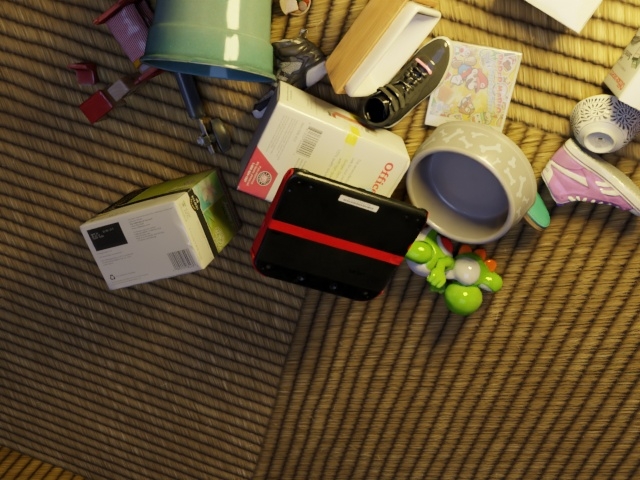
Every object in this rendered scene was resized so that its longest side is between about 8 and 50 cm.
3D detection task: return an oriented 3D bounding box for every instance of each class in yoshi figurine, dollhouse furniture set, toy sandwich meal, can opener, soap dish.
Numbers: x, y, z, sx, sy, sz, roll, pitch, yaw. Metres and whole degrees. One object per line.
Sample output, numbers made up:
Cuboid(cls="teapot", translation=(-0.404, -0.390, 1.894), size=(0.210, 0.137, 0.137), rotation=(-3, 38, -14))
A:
Cuboid(cls="yoshi figurine", translation=(0.339, 0.104, 1.841), size=(0.362, 0.203, 0.203), rotation=(22, 134, 1))
Cuboid(cls="dollhouse furniture set", translation=(-0.593, -0.501, 1.801), size=(0.374, 0.152, 0.201), rotation=(-29, 105, 25))
Cuboid(cls="toy sandwich meal", translation=(-0.068, -0.632, 1.670), size=(0.086, 0.029, 0.085), rotation=(6, 116, 12))
Cuboid(cls="can opener", translation=(-0.350, -0.385, 1.852), size=(0.093, 0.074, 0.280), rotation=(-26, 112, -12))
Cuboid(cls="soap dish", translation=(0.152, -0.497, 1.577), size=(0.118, 0.229, 0.291), rotation=(45, 118, 10))

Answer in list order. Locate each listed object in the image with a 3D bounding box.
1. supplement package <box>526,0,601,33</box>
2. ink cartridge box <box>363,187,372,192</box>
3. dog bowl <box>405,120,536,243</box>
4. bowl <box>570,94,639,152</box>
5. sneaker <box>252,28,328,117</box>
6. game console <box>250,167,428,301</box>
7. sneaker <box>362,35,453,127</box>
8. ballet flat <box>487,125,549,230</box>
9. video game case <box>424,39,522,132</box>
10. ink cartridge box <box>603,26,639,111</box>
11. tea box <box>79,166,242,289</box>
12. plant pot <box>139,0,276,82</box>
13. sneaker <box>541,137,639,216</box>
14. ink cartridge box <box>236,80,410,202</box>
Cuboid(cls="supplement package", translation=(0.574, -0.644, 1.431), size=(0.204, 0.145, 0.261), rotation=(31, 118, -2))
Cuboid(cls="ink cartridge box", translation=(0.067, -0.074, 1.668), size=(0.143, 0.090, 0.092), rotation=(-2, 127, 1))
Cuboid(cls="dog bowl", translation=(0.380, -0.138, 1.666), size=(0.349, 0.102, 0.348), rotation=(27, 142, 23))
Cuboid(cls="bowl", translation=(0.699, -0.270, 1.572), size=(0.170, 0.080, 0.170), rotation=(22, 150, 14))
Cuboid(cls="sneaker", translation=(-0.106, -0.458, 1.729), size=(0.269, 0.101, 0.153), rotation=(-32, 102, 21))
Cuboid(cls="game console", translation=(0.039, -0.003, 1.639), size=(0.387, 0.060, 0.342), rotation=(16, 124, -16))
Cuboid(cls="sneaker", translation=(0.221, -0.395, 1.628), size=(0.104, 0.147, 0.296), rotation=(47, 121, 7))
Cuboid(cls="ballet flat", translation=(0.484, -0.154, 1.717), size=(0.124, 0.116, 0.342), rotation=(-23, 115, 45))
Cuboid(cls="video game case", translation=(0.397, -0.397, 1.664), size=(0.206, 0.026, 0.226), rotation=(12, 117, 8))
Cuboid(cls="ink cartridge box", translation=(0.792, -0.439, 1.434), size=(0.122, 0.211, 0.289), rotation=(27, 119, 0))
Cuboid(cls="tea box", translation=(-0.461, -0.042, 1.891), size=(0.329, 0.323, 0.220), rotation=(-12, 111, 21))
Cuboid(cls="plant pot", translation=(-0.261, -0.585, 1.569), size=(0.341, 0.341, 0.334), rotation=(8, 98, 11))
Cuboid(cls="sneaker", translation=(0.718, -0.128, 1.676), size=(0.282, 0.102, 0.161), rotation=(39, 122, 6))
Cuboid(cls="ink cartridge box", translation=(0.004, -0.213, 1.725), size=(0.385, 0.160, 0.279), rotation=(22, 121, -16))
